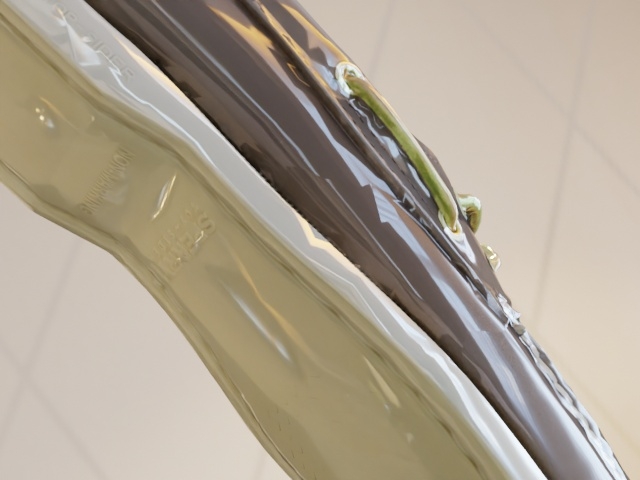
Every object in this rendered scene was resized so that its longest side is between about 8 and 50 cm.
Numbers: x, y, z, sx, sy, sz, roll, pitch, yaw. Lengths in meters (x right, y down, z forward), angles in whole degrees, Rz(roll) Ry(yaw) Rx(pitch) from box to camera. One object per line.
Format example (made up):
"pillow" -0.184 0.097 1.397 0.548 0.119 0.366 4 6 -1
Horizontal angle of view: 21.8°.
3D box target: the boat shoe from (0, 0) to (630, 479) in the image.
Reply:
"boat shoe" 0.000 0.000 0.536 0.096 0.324 0.116 -47 5 -33
